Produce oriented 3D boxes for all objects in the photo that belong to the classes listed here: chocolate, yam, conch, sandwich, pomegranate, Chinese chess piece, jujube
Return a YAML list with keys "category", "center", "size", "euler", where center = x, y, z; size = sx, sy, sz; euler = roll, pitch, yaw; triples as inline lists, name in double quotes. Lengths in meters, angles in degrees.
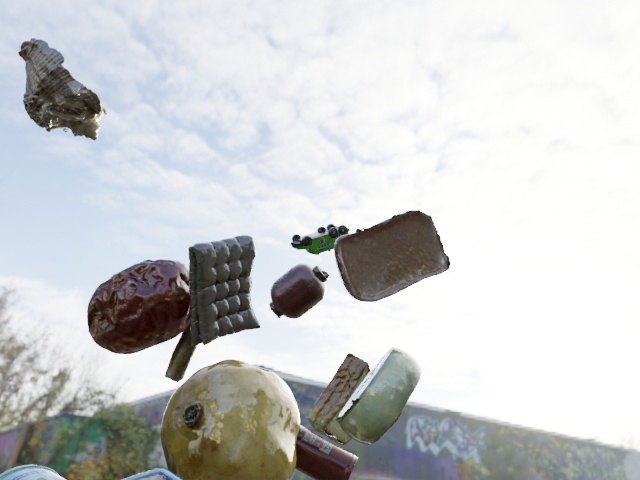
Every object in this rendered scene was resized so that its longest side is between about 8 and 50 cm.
- category: "chocolate"
  center: [0.140, 0.033, 1.245]
  size: [0.261, 0.161, 0.083]
  euler: [-17, 1, -24]
- category: "yam"
  center: [-0.439, 0.323, 1.968]
  size: [0.071, 0.318, 0.067]
  euler: [24, -22, -12]
- category: "conch"
  center: [-0.557, -0.322, 1.240]
  size: [0.178, 0.163, 0.245]
  euler: [-24, -77, 37]
- category: "sandwich"
  center: [0.091, 0.548, 1.974]
  size: [0.099, 0.271, 0.301]
  euler: [33, -13, 30]
- category: "pomegranate"
  center: [-0.205, 0.436, 1.311]
  size: [0.332, 0.333, 0.333]
  euler: [4, -25, 2]
- category: "Chinese chess piece"
  center: [0.110, 0.284, 1.077]
  size: [0.083, 0.188, 0.188]
  euler: [37, -25, 7]
- category: "jujube"
  center: [-0.573, 0.216, 1.882]
  size: [0.376, 0.277, 0.276]
  euler: [-25, -36, 26]

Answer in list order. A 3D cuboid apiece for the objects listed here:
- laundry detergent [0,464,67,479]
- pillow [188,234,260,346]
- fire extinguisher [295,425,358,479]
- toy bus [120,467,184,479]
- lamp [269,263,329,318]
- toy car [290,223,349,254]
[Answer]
- category: "laundry detergent"
  center: [-0.788, 0.785, 1.589]
  size: [0.305, 0.288, 0.287]
  euler: [3, -21, 38]
- category: "pillow"
  center: [-0.303, 0.153, 1.822]
  size: [0.101, 0.327, 0.228]
  euler: [9, 15, 42]
- category: "fire extinguisher"
  center: [-0.061, 0.522, 1.545]
  size: [0.336, 0.147, 0.106]
  euler: [27, -25, 10]
- category: "toy bus"
  center: [-0.201, 0.411, 0.687]
  size: [0.113, 0.247, 0.134]
  euler: [-7, 12, -41]
- category: "lamp"
  center: [-0.082, 0.188, 2.221]
  size: [0.258, 0.180, 0.180]
  euler: [-39, -35, 4]
- category: "toy car"
  center: [0.000, 0.000, 1.569]
  size: [0.165, 0.063, 0.071]
  euler: [-17, 14, -31]
